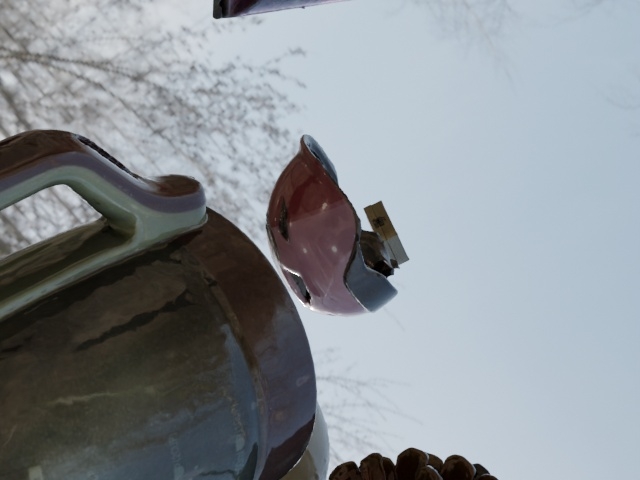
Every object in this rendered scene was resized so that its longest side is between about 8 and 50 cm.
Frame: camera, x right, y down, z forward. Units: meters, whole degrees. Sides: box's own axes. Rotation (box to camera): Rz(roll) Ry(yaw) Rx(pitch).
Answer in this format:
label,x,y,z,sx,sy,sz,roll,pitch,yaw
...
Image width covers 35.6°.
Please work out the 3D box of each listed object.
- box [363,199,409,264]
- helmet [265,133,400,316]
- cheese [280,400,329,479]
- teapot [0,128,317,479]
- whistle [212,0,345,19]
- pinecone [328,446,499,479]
label,x,y,z,sx,sy,sz,roll,pitch,yaw
box,0.105,-0.011,1.598,0.035,0.083,0.079,-25,-128,3
helmet,0.000,0.000,1.365,0.154,0.253,0.198,-37,-157,9
cheese,-0.073,0.203,1.046,0.154,0.198,0.189,-33,-167,9
teapot,-0.183,0.083,0.638,0.233,0.314,0.312,23,-149,36
whistle,0.009,-0.144,0.536,0.033,0.033,0.176,-2,-167,44
pinecone,0.082,0.300,0.887,0.264,0.264,0.264,-26,-148,18
